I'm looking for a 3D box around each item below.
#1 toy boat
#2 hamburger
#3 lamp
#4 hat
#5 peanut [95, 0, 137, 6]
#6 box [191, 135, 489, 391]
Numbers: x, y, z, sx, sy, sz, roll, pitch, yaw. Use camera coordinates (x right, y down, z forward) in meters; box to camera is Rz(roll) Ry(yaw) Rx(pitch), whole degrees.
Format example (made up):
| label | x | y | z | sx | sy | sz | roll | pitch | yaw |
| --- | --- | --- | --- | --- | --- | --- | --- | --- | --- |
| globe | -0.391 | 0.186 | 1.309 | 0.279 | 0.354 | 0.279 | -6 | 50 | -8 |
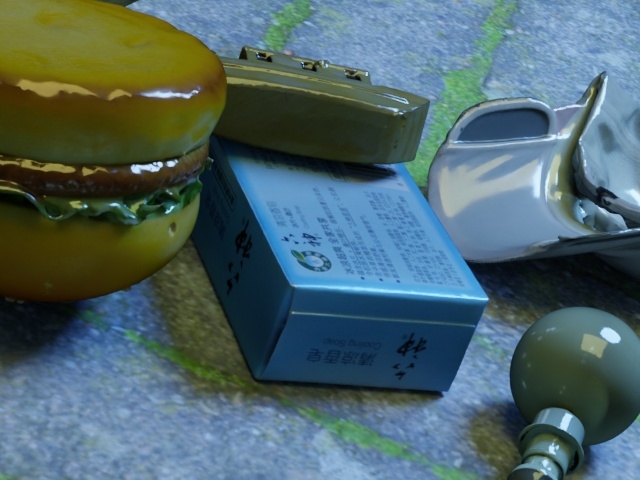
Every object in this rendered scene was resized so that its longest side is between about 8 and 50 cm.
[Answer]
| label | x | y | z | sx | sy | sz | roll | pitch | yaw |
| --- | --- | --- | --- | --- | --- | --- | --- | --- | --- |
| toy boat | -0.025 | -0.096 | 1.260 | 0.201 | 0.057 | 0.077 | 10 | 26 | -15 |
| hamburger | -0.179 | -0.055 | 1.140 | 0.246 | 0.170 | 0.246 | 12 | 18 | -4 |
| lamp | 0.153 | 0.113 | 1.169 | 0.091 | 0.091 | 0.163 | 24 | 42 | 6 |
| hat | 0.209 | -0.013 | 1.426 | 0.226 | 0.164 | 0.219 | -28 | 42 | -3 |
| peanut | -0.276 | -0.275 | 1.488 | 0.319 | 0.147 | 0.147 | 18 | 28 | 1 |
| box | 0.000 | 0.000 | 1.253 | 0.143 | 0.083 | 0.232 | 6 | 33 | -25 |
